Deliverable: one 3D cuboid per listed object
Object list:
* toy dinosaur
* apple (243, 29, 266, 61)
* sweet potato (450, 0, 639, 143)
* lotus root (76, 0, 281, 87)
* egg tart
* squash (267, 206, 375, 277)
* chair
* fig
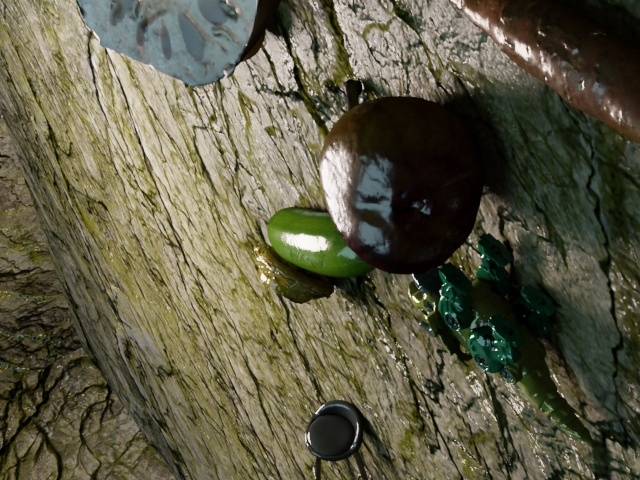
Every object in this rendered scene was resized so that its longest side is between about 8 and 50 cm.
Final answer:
[{"bbox_3d":[0.189,0.102,1.186,0.259,0.094,0.153,43,155,22],"label":"toy dinosaur"},{"bbox_3d":[-0.106,-0.260,1.414,0.084,0.084,0.071,50,149,27],"label":"apple"},{"bbox_3d":[0.187,-0.150,0.896,0.314,0.066,0.072,47,149,39],"label":"sweet potato"},{"bbox_3d":[-0.136,-0.312,1.245,0.272,0.192,0.272,12,121,22],"label":"lotus root"},{"bbox_3d":[-0.041,0.050,1.620,0.130,0.052,0.130,28,-171,-5],"label":"egg tart"},{"bbox_3d":[-0.001,0.001,1.498,0.292,0.082,0.082,12,128,64],"label":"squash"},{"bbox_3d":[0.022,0.352,1.871,0.104,0.095,0.221,35,148,28],"label":"chair"},{"bbox_3d":[0.063,-0.089,1.181,0.274,0.146,0.170,-117,31,-53],"label":"fig"}]
